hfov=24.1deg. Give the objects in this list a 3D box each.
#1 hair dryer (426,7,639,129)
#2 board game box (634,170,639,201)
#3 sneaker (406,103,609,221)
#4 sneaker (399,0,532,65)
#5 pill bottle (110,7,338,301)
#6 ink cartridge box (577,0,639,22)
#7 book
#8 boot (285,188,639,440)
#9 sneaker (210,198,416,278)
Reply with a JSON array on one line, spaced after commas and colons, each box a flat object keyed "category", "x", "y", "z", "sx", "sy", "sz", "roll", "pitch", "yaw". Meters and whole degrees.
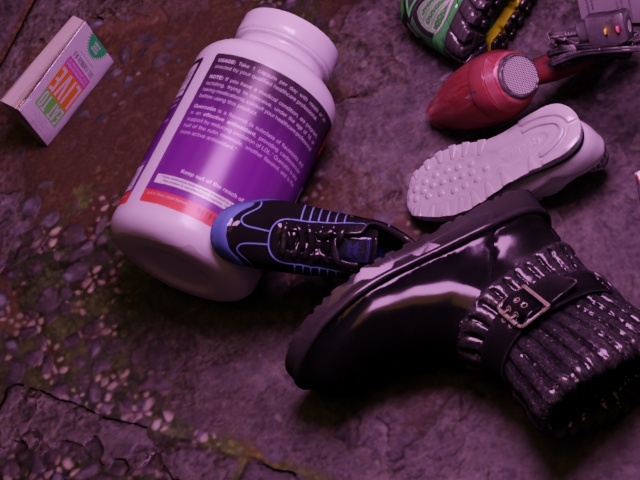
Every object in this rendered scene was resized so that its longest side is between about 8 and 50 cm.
[{"category": "hair dryer", "x": 0.248, "y": -0.179, "z": 1.694, "sx": 0.293, "sy": 0.223, "sz": 0.080, "roll": -16, "pitch": 84, "yaw": 26}, {"category": "board game box", "x": 0.437, "y": 0.048, "z": 1.499, "sx": 0.144, "sy": 0.142, "sz": 0.275, "roll": -21, "pitch": 57, "yaw": 6}, {"category": "sneaker", "x": 0.206, "y": -0.068, "z": 1.679, "sx": 0.235, "sy": 0.095, "sz": 0.090, "roll": -20, "pitch": 62, "yaw": 30}, {"category": "sneaker", "x": 0.219, "y": -0.375, "z": 1.810, "sx": 0.146, "sy": 0.134, "sz": 0.343, "roll": 31, "pitch": 76, "yaw": 30}, {"category": "pill bottle", "x": -0.098, "y": -0.103, "z": 1.735, "sx": 0.181, "sy": 0.181, "sz": 0.323, "roll": 16, "pitch": 68, "yaw": 25}, {"category": "ink cartridge box", "x": 0.427, "y": -0.345, "z": 1.744, "sx": 0.237, "sy": 0.100, "sz": 0.172, "roll": 5, "pitch": 64, "yaw": 20}, {"category": "book", "x": -0.332, "y": -0.203, "z": 1.917, "sx": 0.035, "sy": 0.096, "sz": 0.144, "roll": 27, "pitch": 74, "yaw": 29}, {"category": "boot", "x": 0.159, "y": 0.119, "z": 1.557, "sx": 0.348, "sy": 0.131, "sz": 0.260, "roll": -33, "pitch": 57, "yaw": -2}, {"category": "sneaker", "x": 0.000, "y": 0.000, "z": 1.624, "sx": 0.090, "sy": 0.232, "sz": 0.081, "roll": 7, "pitch": 92, "yaw": 60}]
